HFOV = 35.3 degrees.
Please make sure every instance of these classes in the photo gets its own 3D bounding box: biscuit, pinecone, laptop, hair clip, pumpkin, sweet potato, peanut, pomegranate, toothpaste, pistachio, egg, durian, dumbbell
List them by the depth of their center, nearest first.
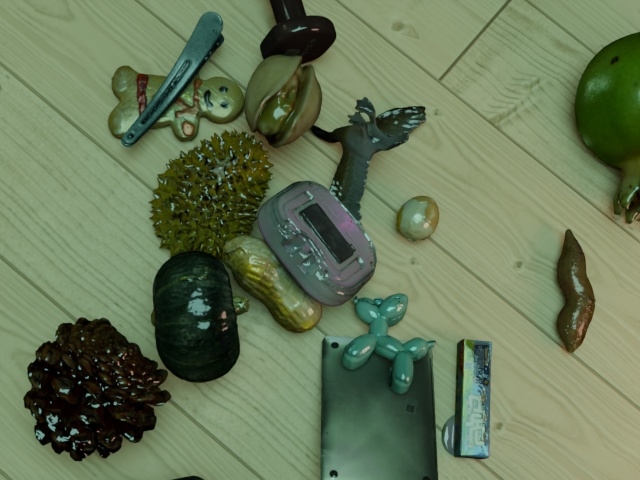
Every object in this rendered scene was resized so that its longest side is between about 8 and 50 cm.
[{"bbox_3d":[-0.346,0.234,1.524,0.221,0.221,0.221,2,74,-7],"label":"pinecone"},{"bbox_3d":[-0.188,0.114,1.569,0.152,0.211,0.211,-4,75,-17],"label":"pumpkin"},{"bbox_3d":[0.093,0.276,1.621,0.188,0.015,0.269,5,56,-5],"label":"laptop"},{"bbox_3d":[-0.075,0.069,1.634,0.206,0.087,0.087,47,72,-21],"label":"peanut"},{"bbox_3d":[0.243,0.261,1.670,0.070,0.044,0.193,6,73,-6],"label":"toothpaste"},{"bbox_3d":[-0.184,-0.079,1.670,0.183,0.138,0.249,23,78,-9],"label":"durian"},{"bbox_3d":[-0.066,-0.235,1.701,0.144,0.144,0.215,20,32,-2],"label":"pistachio"},{"bbox_3d":[-0.250,-0.264,1.719,0.048,0.083,0.275,32,78,-1],"label":"hair clip"},{"bbox_3d":[0.169,-0.041,1.733,0.071,0.071,0.083,27,70,1],"label":"egg"},{"bbox_3d":[0.442,0.086,1.742,0.065,0.051,0.218,5,74,-4],"label":"sweet potato"},{"bbox_3d":[-0.250,-0.246,1.757,0.234,0.030,0.153,1,76,-7],"label":"biscuit"},{"bbox_3d":[0.608,-0.210,1.763,0.310,0.216,0.358,17,74,-6],"label":"pomegranate"},{"bbox_3d":[-0.063,-0.429,1.776,0.124,0.140,0.225,-9,73,-30],"label":"dumbbell"}]

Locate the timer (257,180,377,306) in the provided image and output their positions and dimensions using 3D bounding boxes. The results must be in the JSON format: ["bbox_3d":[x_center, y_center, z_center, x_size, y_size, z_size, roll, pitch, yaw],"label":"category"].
[{"bbox_3d":[0.000,0.000,1.647,0.208,0.069,0.191,52,33,-1],"label":"timer"}]

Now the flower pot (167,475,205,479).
[{"bbox_3d":[-0.218,0.444,1.488,0.148,0.235,0.235,-21,77,-33],"label":"flower pot"}]

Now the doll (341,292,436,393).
[{"bbox_3d":[0.106,0.157,1.658,0.159,0.059,0.158,30,57,15],"label":"doll"}]

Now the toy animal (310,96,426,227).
[{"bbox_3d":[0.066,-0.184,1.732,0.197,0.160,0.272,35,66,5],"label":"toy animal"}]
